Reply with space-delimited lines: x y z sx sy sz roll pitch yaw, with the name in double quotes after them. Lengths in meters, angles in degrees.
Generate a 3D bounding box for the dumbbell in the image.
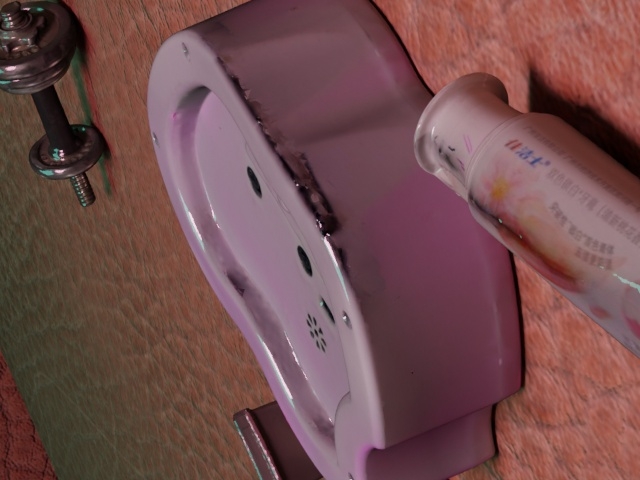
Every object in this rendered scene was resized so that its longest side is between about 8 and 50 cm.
-0.273 -0.132 1.756 0.110 0.110 0.254 48 161 45 "dumbbell"

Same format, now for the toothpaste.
0.158 0.025 0.774 0.323 0.066 0.100 44 147 40 "toothpaste"

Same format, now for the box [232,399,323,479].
-0.027 0.171 1.473 0.084 0.063 0.060 64 164 5 "box"

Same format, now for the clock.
0.000 0.000 1.124 0.338 0.102 0.338 55 159 33 "clock"
